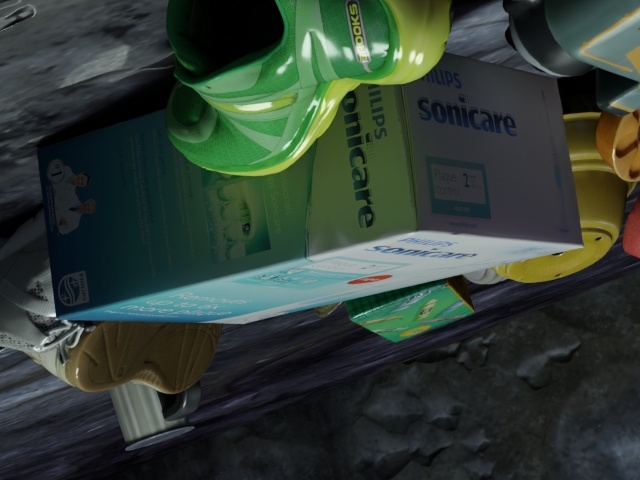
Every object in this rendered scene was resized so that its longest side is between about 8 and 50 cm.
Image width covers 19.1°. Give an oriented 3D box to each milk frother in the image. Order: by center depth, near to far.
[{"bbox_3d":[-0.219,0.162,2.126,0.143,0.135,0.129,-14,169,-28],"label":"milk frother"}]

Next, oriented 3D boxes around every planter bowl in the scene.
[{"bbox_3d":[0.202,-0.022,1.707,0.217,0.090,0.217,-14,156,-6],"label":"planter bowl"}]

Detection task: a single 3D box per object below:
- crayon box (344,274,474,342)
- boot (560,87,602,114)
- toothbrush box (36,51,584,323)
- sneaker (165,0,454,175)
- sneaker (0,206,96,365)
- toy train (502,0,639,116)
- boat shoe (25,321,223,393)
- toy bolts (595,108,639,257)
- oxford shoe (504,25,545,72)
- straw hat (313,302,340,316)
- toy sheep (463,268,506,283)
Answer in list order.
[{"bbox_3d":[0.052,-0.014,1.537,0.081,0.165,0.278,-20,171,6],"label":"crayon box"},{"bbox_3d":[0.322,-0.125,1.774,0.208,0.076,0.189,-24,171,-6],"label":"boot"},{"bbox_3d":[-0.007,-0.029,1.273,0.295,0.126,0.216,-15,169,33],"label":"toothbrush box"},{"bbox_3d":[-0.032,-0.116,1.046,0.123,0.109,0.295,13,162,-21],"label":"sneaker"},{"bbox_3d":[-0.197,0.037,1.485,0.281,0.115,0.105,-23,170,22],"label":"sneaker"},{"bbox_3d":[0.250,-0.167,1.087,0.190,0.142,0.334,17,156,-25],"label":"toy train"},{"bbox_3d":[-0.198,0.094,1.931,0.098,0.109,0.302,20,-171,24],"label":"boat shoe"},{"bbox_3d":[0.350,-0.044,1.615,0.218,0.158,0.228,-18,129,-38],"label":"toy bolts"},{"bbox_3d":[0.299,-0.160,1.288,0.348,0.130,0.123,-18,171,-8],"label":"oxford shoe"},{"bbox_3d":[0.000,0.000,1.821,0.061,0.144,0.144,27,154,-15],"label":"straw hat"},{"bbox_3d":[0.195,0.012,2.251,0.132,0.091,0.091,-35,-177,-38],"label":"toy sheep"}]
